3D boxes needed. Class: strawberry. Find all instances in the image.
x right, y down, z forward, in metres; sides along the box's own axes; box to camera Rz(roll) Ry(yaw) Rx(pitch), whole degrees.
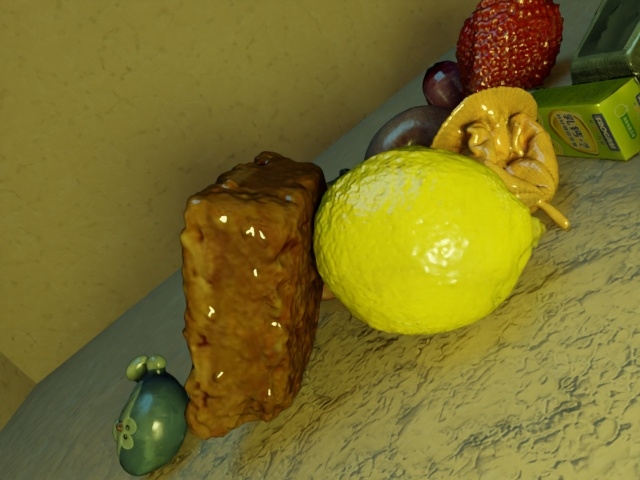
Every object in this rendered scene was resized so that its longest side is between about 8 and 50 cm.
[{"bbox_3d":[0.491,-0.480,1.320,0.312,0.267,0.352,65,-136,-80],"label":"strawberry"}]

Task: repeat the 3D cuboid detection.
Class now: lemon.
[{"bbox_3d":[0.138,-0.003,0.686,0.321,0.268,0.268,-19,23,30],"label":"lemon"}]

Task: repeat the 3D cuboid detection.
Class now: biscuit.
[{"bbox_3d":[-0.090,0.073,0.796,0.166,0.396,0.343,8,23,7],"label":"biscuit"}]

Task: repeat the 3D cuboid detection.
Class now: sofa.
[{"bbox_3d":[0.662,-0.403,0.976,0.210,0.175,0.226,-126,59,-74],"label":"sofa"}]

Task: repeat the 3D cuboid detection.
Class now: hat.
[{"bbox_3d":[0.324,-0.095,0.785,0.244,0.234,0.233,-19,45,-13],"label":"hat"}]

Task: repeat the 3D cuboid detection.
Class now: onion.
[{"bbox_3d":[0.424,-0.508,1.615,0.200,0.201,0.207,-21,29,47],"label":"onion"}]

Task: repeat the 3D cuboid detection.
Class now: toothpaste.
[{"bbox_3d":[0.446,-0.220,0.885,0.077,0.110,0.327,-37,16,0],"label":"toothpaste"}]

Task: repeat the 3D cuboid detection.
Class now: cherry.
[{"bbox_3d":[0.227,-0.181,1.085,0.261,0.221,0.307,-25,0,15],"label":"cherry"}]

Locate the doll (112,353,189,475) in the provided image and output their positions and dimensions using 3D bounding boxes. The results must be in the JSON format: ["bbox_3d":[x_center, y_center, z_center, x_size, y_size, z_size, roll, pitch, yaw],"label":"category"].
[{"bbox_3d":[-0.347,0.358,0.980,0.258,0.153,0.228,-179,105,-76],"label":"doll"}]

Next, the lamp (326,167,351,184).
[{"bbox_3d":[0.031,-0.072,1.368,0.283,0.125,0.203,-39,42,-15],"label":"lamp"}]

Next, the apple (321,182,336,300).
[{"bbox_3d":[0.000,0.000,1.051,0.253,0.254,0.253,-35,16,12],"label":"apple"}]
